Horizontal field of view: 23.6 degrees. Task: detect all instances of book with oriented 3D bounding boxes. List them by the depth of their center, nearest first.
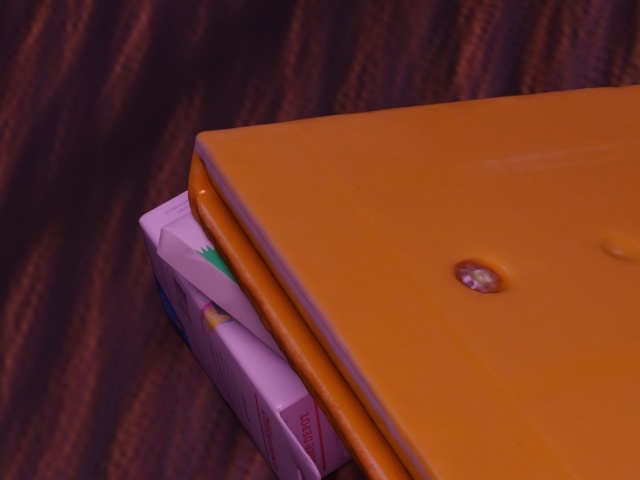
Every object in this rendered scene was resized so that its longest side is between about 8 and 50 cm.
[{"bbox_3d":[0.000,0.000,0.789,0.096,0.035,0.144,37,44,22],"label":"book"}]

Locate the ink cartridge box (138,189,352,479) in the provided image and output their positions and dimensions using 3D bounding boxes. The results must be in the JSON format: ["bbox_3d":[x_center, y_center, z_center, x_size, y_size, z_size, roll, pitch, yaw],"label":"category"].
[{"bbox_3d":[-0.022,0.063,0.822,0.061,0.104,0.181,-30,60,-14],"label":"ink cartridge box"}]

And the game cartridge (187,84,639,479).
[{"bbox_3d":[0.136,0.023,0.722,0.323,0.053,0.285,-7,38,-26],"label":"game cartridge"}]
